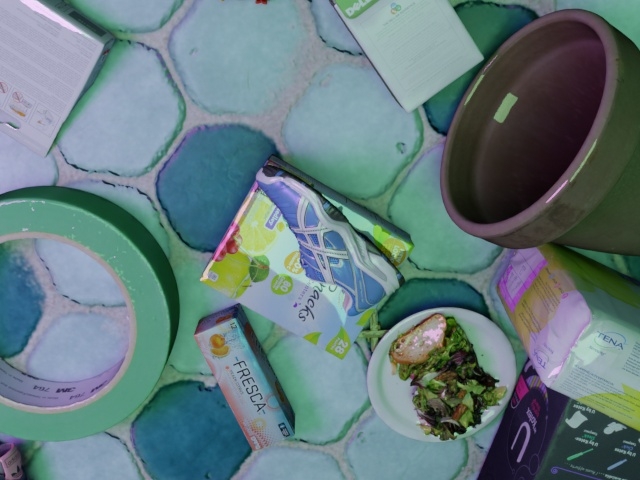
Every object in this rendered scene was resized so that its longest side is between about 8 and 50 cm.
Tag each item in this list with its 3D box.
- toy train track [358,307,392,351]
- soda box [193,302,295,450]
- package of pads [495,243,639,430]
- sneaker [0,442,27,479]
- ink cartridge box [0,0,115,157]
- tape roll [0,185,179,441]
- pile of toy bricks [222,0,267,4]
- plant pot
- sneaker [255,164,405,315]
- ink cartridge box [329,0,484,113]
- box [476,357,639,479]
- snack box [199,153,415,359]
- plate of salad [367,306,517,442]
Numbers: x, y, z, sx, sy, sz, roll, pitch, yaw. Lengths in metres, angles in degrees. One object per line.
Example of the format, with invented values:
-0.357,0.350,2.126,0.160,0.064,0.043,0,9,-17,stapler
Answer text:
0.070,0.103,1.076,0.048,0.014,0.083,-2,100,8,toy train track
-0.096,0.177,1.072,0.063,0.058,0.183,-23,105,6,soda box
0.330,0.104,0.928,0.229,0.296,0.101,25,106,-7,package of pads
-0.425,0.346,1.091,0.131,0.112,0.319,-40,103,13,sneaker
-0.347,-0.208,0.982,0.145,0.045,0.179,33,121,-10,ink cartridge box
-0.343,0.094,1.039,0.321,0.077,0.321,0,106,-1,tape roll
-0.081,-0.311,0.923,0.212,0.118,0.105,-14,144,-7,pile of toy bricks
0.301,-0.088,0.917,0.229,0.263,0.263,24,105,-24,plant pot
0.000,0.000,0.937,0.081,0.080,0.211,-45,97,4,sneaker
0.082,-0.261,0.931,0.109,0.062,0.209,-35,112,8,ink cartridge box
0.312,0.279,1.047,0.143,0.165,0.270,16,105,-5,box
-0.016,0.020,1.019,0.207,0.070,0.174,29,103,-7,snack box
0.161,0.183,1.075,0.200,0.048,0.200,-1,108,-4,plate of salad
